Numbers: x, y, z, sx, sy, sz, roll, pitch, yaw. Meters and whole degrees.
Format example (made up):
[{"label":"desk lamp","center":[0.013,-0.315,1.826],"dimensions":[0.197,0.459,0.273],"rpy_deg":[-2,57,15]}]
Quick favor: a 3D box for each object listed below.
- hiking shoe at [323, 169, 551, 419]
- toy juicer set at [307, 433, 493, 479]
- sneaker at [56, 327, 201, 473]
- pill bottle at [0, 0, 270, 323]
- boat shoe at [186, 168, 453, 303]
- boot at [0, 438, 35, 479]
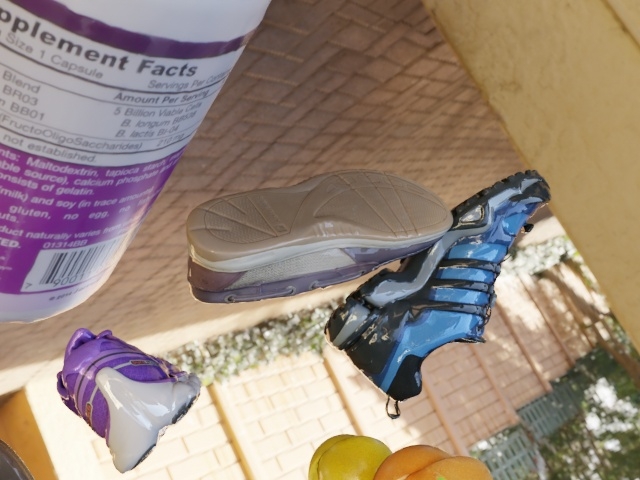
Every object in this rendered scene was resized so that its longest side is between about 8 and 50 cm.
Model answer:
[{"label":"hiking shoe","center":[0.148,0.047,0.863],"dimensions":[0.304,0.132,0.113],"rpy_deg":[-39,178,-9]},{"label":"toy juicer set","center":[0.075,0.216,0.548],"dimensions":[0.090,0.209,0.329],"rpy_deg":[-63,179,-21]},{"label":"sneaker","center":[-0.107,0.077,0.431],"dimensions":[0.068,0.071,0.170],"rpy_deg":[-45,180,-20]},{"label":"pill bottle","center":[-0.123,-0.110,0.369],"dimensions":[0.169,0.169,0.301],"rpy_deg":[-11,147,-48]},{"label":"boat shoe","center":[0.000,0.000,0.766],"dimensions":[0.285,0.103,0.092],"rpy_deg":[-11,140,-32]},{"label":"boot","center":[-0.242,0.270,0.650],"dimensions":[0.112,0.306,0.115],"rpy_deg":[-10,-158,4]}]
